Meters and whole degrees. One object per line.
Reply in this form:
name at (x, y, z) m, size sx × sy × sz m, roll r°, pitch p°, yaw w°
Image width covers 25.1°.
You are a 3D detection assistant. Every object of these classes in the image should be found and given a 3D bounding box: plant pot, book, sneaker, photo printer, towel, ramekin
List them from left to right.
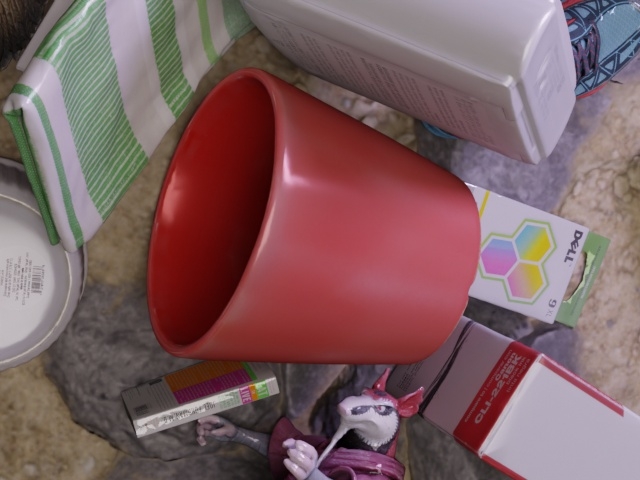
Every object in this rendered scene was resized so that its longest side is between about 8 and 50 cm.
ramekin at (-0.318, 0.026, 1.346) m, size 0.207 × 0.109 × 0.207 m, roll -2°, pitch 100°, yaw -14°
towel at (-0.150, -0.167, 1.258) m, size 0.038 × 0.248 × 0.325 m, roll 28°, pitch 64°, yaw 17°
book at (-0.121, 0.151, 1.425) m, size 0.144 × 0.096 × 0.035 m, roll -16°, pitch 104°, yaw -11°
plant pot at (0.000, 0.000, 1.358) m, size 0.243 × 0.275 × 0.275 m, roll 15°, pitch 96°, yaw -26°
photo printer at (0.068, -0.190, 1.282) m, size 0.307 × 0.256 × 0.107 m, roll 24°, pitch 84°, yaw 19°
sneaker at (0.233, -0.165, 1.447) m, size 0.262 × 0.125 × 0.104 m, roll -29°, pitch 108°, yaw -8°

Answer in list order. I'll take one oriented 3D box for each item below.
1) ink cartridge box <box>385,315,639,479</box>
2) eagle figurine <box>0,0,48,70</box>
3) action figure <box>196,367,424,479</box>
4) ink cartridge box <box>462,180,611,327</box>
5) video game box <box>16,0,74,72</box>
ink cartridge box at (0.206, 0.177, 1.425) m, size 0.197 × 0.273 × 0.114 m, roll 33°, pitch 87°, yaw -18°
eagle figurine at (-0.262, -0.324, 1.262) m, size 0.298 × 0.226 × 0.225 m, roll -45°, pitch 127°, yaw -9°
action figure at (-0.009, 0.293, 1.402) m, size 0.275 × 0.248 × 0.370 m, roll 41°, pitch 91°, yaw -18°
ink cartridge box at (0.210, 0.019, 1.506) m, size 0.209 × 0.062 × 0.109 m, roll 20°, pitch 93°, yaw -17°
video game box at (-0.181, -0.212, 1.291) m, size 0.048 × 0.187 × 0.205 m, roll 29°, pitch 87°, yaw 9°
